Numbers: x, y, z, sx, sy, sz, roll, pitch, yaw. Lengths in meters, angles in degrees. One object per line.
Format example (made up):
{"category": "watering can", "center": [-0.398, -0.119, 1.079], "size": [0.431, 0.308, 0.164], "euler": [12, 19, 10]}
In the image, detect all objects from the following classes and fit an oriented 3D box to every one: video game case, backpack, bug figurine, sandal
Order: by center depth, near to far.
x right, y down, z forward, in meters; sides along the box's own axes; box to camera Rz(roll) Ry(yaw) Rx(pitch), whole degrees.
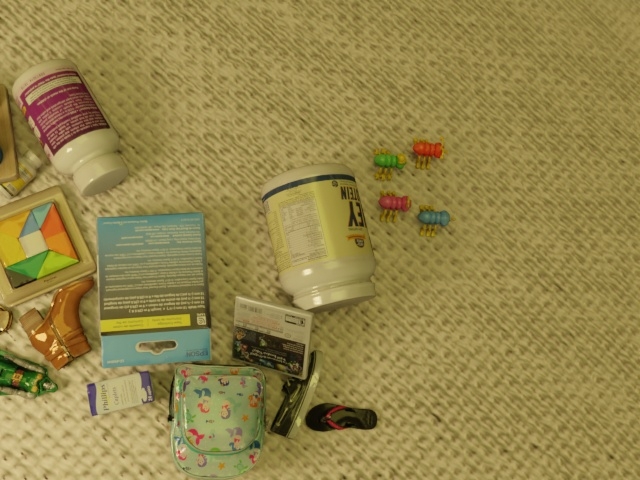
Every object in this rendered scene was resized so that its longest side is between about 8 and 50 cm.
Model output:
{"category": "backpack", "center": [-0.230, 0.406, 1.633], "size": [0.225, 0.191, 0.253], "euler": [5, 81, -12]}
{"category": "video game case", "center": [-0.113, 0.224, 1.695], "size": [0.190, 0.022, 0.173], "euler": [13, 113, 15]}
{"category": "sandal", "center": [0.053, 0.427, 1.756], "size": [0.179, 0.040, 0.067], "euler": [3, 76, -11]}
{"category": "bug figurine", "center": [0.247, -0.152, 1.924], "size": [0.216, 0.072, 0.279], "euler": [-1, 77, -12]}

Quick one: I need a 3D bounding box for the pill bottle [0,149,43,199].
{"category": "pill bottle", "center": [-0.716, -0.157, 1.723], "size": [0.065, 0.065, 0.116], "euler": [41, 71, 0]}

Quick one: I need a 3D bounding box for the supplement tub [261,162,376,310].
{"category": "supplement tub", "center": [0.000, 0.000, 1.749], "size": [0.235, 0.235, 0.324], "euler": [-11, 79, -14]}

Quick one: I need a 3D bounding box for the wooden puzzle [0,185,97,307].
{"category": "wooden puzzle", "center": [-0.672, 0.009, 1.702], "size": [0.221, 0.044, 0.238], "euler": [-25, 82, -16]}

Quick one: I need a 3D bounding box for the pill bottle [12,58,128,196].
{"category": "pill bottle", "center": [-0.583, -0.261, 1.723], "size": [0.169, 0.169, 0.301], "euler": [-30, 84, -17]}

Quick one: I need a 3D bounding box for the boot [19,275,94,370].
{"category": "boot", "center": [-0.568, 0.188, 1.669], "size": [0.197, 0.073, 0.152], "euler": [-37, 85, -6]}

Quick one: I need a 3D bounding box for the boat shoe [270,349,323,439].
{"category": "boat shoe", "center": [-0.055, 0.358, 1.731], "size": [0.070, 0.078, 0.219], "euler": [23, 75, -7]}

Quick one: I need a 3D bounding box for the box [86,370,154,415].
{"category": "box", "center": [-0.444, 0.341, 1.626], "size": [0.137, 0.126, 0.072], "euler": [-12, 80, -15]}

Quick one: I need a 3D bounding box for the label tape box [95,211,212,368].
{"category": "label tape box", "center": [-0.388, 0.117, 1.704], "size": [0.249, 0.115, 0.347], "euler": [-3, 80, -12]}

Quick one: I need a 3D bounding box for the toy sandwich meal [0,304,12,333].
{"category": "toy sandwich meal", "center": [-0.744, 0.181, 1.652], "size": [0.086, 0.029, 0.085], "euler": [3, 76, -11]}

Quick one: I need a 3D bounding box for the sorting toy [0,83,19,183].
{"category": "sorting toy", "center": [-0.847, -0.243, 1.667], "size": [0.255, 0.089, 0.257], "euler": [-13, 69, -8]}

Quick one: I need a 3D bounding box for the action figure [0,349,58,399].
{"category": "action figure", "center": [-0.700, 0.298, 1.620], "size": [0.232, 0.063, 0.137], "euler": [17, 70, -11]}
